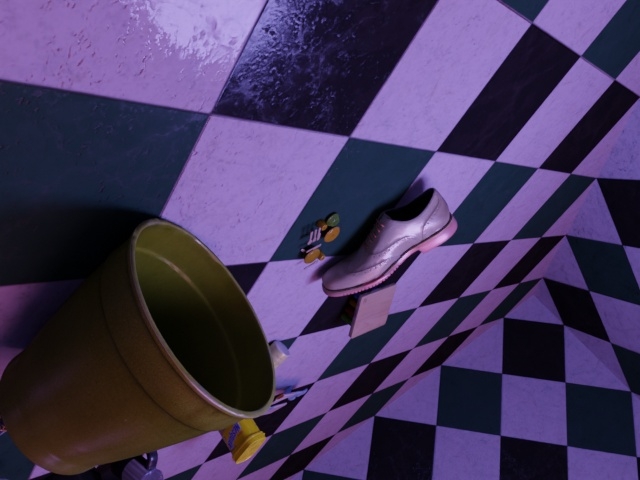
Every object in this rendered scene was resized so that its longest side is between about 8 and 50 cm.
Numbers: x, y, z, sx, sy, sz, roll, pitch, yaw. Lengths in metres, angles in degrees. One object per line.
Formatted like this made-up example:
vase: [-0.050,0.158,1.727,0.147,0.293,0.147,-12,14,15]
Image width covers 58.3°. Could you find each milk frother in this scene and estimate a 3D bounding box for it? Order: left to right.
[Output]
milk frother: [-0.512,0.607,1.517,0.143,0.134,0.129,-10,110,-49]

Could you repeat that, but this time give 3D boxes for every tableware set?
tableware set: [0.000,0.000,1.375,0.104,0.024,0.154,-29,150,-28]

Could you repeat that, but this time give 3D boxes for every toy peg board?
toy peg board: [0.145,0.205,1.827,0.161,0.079,0.161,-15,129,-40]

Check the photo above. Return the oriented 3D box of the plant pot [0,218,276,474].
plant pot: [-0.324,0.212,0.976,0.352,0.367,0.366,-33,154,11]

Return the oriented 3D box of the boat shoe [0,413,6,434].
boat shoe: [-0.583,0.338,1.080,0.183,0.083,0.065,-47,152,14]

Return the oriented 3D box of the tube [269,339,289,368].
tube: [-0.192,0.393,1.677,0.240,0.070,0.062,-43,163,9]

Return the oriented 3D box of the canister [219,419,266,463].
canister: [-0.255,0.569,1.745,0.073,0.170,0.126,-1,134,-51]

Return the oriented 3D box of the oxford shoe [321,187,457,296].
oxford shoe: [0.157,0.000,1.498,0.396,0.140,0.147,-33,122,-3]

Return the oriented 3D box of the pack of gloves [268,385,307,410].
pack of gloves: [-0.160,0.552,1.989,0.195,0.046,0.232,-32,161,15]

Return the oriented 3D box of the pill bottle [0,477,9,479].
pill bottle: [-0.733,0.533,1.110,0.153,0.153,0.264,-41,153,3]

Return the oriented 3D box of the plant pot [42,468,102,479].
plant pot: [-0.649,0.706,1.463,0.188,0.167,0.187,-30,151,-16]
